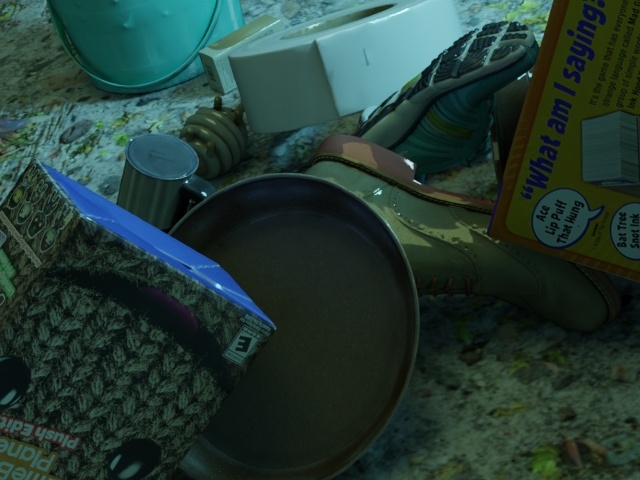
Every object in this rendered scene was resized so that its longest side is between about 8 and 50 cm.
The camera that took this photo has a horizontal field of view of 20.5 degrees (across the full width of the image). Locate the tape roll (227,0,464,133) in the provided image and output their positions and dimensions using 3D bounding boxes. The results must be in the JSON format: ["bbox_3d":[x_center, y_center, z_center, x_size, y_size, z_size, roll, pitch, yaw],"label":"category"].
[{"bbox_3d":[0.035,-0.219,2.139,0.286,0.100,0.286,-16,11,3],"label":"tape roll"}]

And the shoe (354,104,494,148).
[{"bbox_3d":[0.115,-0.110,2.046,0.178,0.081,0.063,1,50,-24],"label":"shoe"}]

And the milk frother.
[{"bbox_3d":[-0.167,-0.057,2.039,0.129,0.134,0.143,16,38,-3],"label":"milk frother"}]

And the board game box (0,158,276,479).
[{"bbox_3d":[-0.229,0.118,1.594,0.291,0.232,0.141,-55,34,6],"label":"board game box"}]

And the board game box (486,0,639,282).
[{"bbox_3d":[0.392,-0.187,1.627,0.356,0.356,0.356,17,40,6],"label":"board game box"}]

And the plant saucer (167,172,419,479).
[{"bbox_3d":[-0.041,0.091,1.685,0.311,0.050,0.310,-6,76,26],"label":"plant saucer"}]

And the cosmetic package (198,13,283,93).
[{"bbox_3d":[-0.101,-0.251,2.383,0.115,0.060,0.041,-31,33,-22],"label":"cosmetic package"}]

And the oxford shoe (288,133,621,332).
[{"bbox_3d":[0.122,0.023,1.739,0.348,0.123,0.130,24,60,21],"label":"oxford shoe"}]

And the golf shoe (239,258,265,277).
[{"bbox_3d":[0.000,0.000,1.863,0.115,0.140,0.306,-2,33,27],"label":"golf shoe"}]

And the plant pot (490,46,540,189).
[{"bbox_3d":[0.267,-0.146,1.942,0.165,0.167,0.167,-8,32,4],"label":"plant pot"}]

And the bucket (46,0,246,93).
[{"bbox_3d":[-0.243,-0.341,2.480,0.281,0.183,0.281,-14,31,9],"label":"bucket"}]

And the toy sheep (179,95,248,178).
[{"bbox_3d":[-0.130,-0.125,2.173,0.091,0.091,0.132,15,50,42],"label":"toy sheep"}]

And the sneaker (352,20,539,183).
[{"bbox_3d":[0.142,-0.136,1.858,0.275,0.110,0.107,-38,12,46],"label":"sneaker"}]
